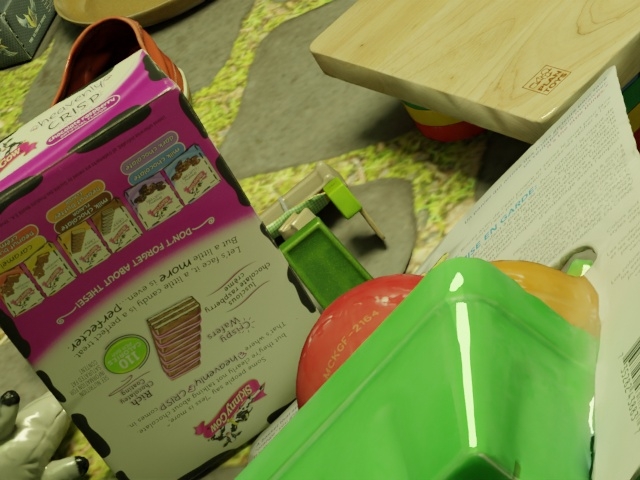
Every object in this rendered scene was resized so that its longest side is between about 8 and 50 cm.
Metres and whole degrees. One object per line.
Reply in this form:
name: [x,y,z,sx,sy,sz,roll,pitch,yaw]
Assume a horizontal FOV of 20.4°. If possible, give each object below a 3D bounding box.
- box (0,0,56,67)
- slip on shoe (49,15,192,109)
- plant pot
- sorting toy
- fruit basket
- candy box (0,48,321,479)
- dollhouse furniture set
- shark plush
box: [-0.332,-0.245,1.746,0.183,0.059,0.233,-11,39,26]
slip on shoe: [-0.168,-0.051,1.325,0.123,0.101,0.331,-16,37,19]
plant pot: [-0.137,-0.263,1.640,0.236,0.032,0.236,-20,35,15]
sorting toy: [0.168,-0.154,1.200,0.257,0.089,0.255,-43,35,-16]
fruit basket: [0.060,0.099,0.872,0.327,0.165,0.353,-48,10,21]
candy box: [-0.105,0.027,1.050,0.159,0.233,0.071,-33,33,-5]
dollhouse furniture set: [0.000,0.000,1.194,0.076,0.058,0.152,-39,14,2]
shark plush: [-0.211,0.163,1.152,0.161,0.073,0.067,-57,16,-1]
